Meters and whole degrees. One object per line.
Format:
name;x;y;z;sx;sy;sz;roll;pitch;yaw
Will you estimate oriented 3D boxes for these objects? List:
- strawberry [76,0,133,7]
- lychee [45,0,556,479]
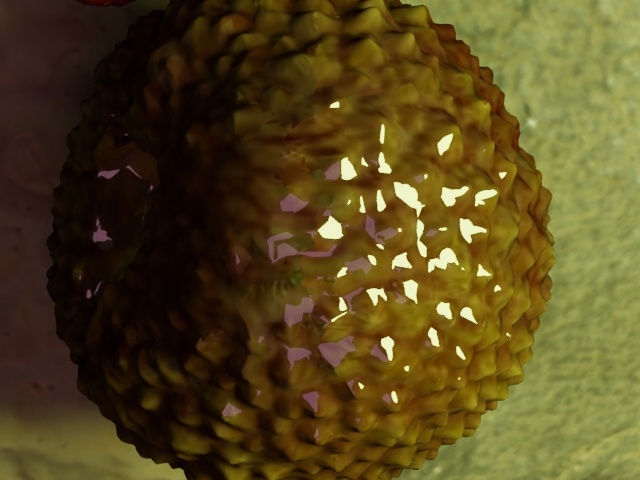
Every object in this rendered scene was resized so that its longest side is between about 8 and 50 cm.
strawberry;-0.097;-0.162;0.868;0.106;0.106;0.106;-4;116;-8
lychee;0.000;0.000;0.885;0.267;0.267;0.267;-4;116;-8
